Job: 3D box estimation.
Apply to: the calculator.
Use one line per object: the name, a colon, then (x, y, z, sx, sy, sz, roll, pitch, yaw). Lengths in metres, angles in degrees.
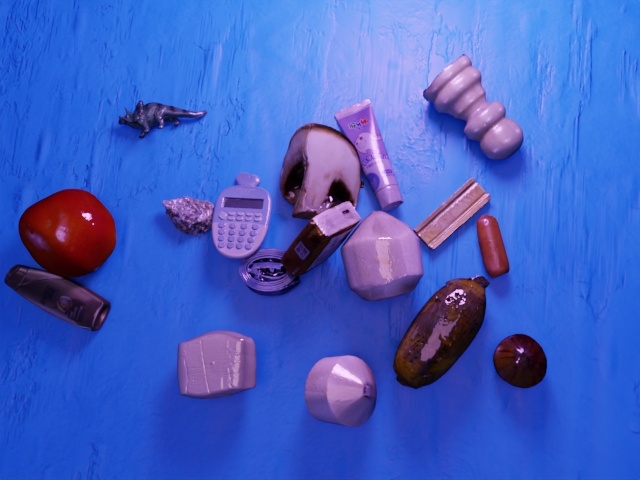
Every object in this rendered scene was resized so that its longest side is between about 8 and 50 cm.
calculator: (-0.251, -0.082, 1.924, 0.188, 0.042, 0.303, 3, 64, 10)

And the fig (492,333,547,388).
fig: (0.582, 0.337, 1.749, 0.148, 0.202, 0.149, -20, 45, -10)

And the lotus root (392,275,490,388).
lotus root: (0.361, 0.266, 1.766, 0.179, 0.196, 0.397, 36, 84, 4)

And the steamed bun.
steamed bun: (-0.310, 0.378, 1.836, 0.250, 0.155, 0.200, -8, 78, 11)

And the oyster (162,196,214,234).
oyster: (-0.427, -0.083, 1.960, 0.177, 0.064, 0.125, -3, 78, 4)

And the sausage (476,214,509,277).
sausage: (0.525, 0.015, 1.841, 0.076, 0.076, 0.198, -12, 81, 4)

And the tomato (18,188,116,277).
tomato: (-0.805, -0.030, 1.906, 0.298, 0.226, 0.299, -2, 78, 8)

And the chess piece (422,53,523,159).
chess piece: (0.490, -0.392, 1.863, 0.182, 0.182, 0.330, -40, 85, -1)

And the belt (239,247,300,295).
belt: (-0.155, 0.101, 1.894, 0.190, 0.082, 0.142, 0, 73, 6)

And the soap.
soap: (0.413, -0.082, 1.886, 0.252, 0.037, 0.092, -41, 81, -2)

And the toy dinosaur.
toy dinosaur: (-0.534, -0.401, 2.007, 0.291, 0.079, 0.120, 7, 85, 3)

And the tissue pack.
tissue pack: (0.000, 0.000, 1.796, 0.183, 0.226, 0.092, -25, 73, -44)

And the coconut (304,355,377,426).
coconut: (0.068, 0.437, 1.748, 0.222, 0.202, 0.202, -13, 73, 49)

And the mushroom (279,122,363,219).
mushroom: (0.003, -0.193, 1.906, 0.217, 0.212, 0.292, 9, 73, -34)

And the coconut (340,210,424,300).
coconut: (0.183, 0.043, 1.793, 0.237, 0.237, 0.266, -12, 80, 4)

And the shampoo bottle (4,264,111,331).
shampoo bottle: (-0.858, 0.176, 1.956, 0.350, 0.084, 0.126, 24, 87, 9)

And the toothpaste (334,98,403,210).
toothpaste: (0.164, -0.273, 1.929, 0.125, 0.080, 0.371, -22, 73, 6)
